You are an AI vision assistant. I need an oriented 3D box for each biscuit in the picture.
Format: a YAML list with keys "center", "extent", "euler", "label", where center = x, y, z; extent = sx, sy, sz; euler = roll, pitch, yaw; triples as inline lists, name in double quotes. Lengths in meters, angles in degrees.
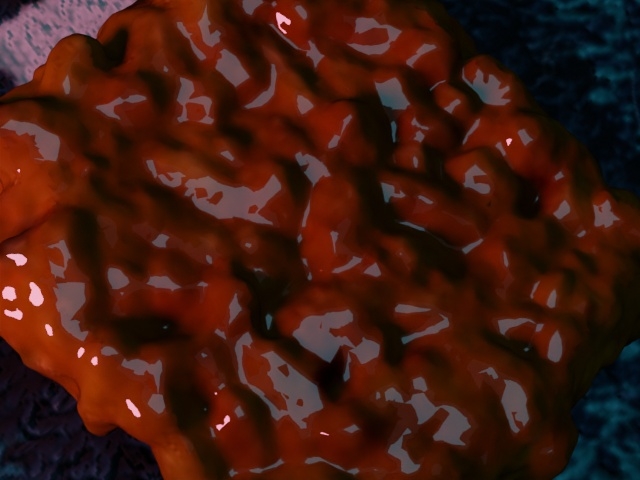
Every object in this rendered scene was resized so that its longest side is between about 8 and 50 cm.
- center: [0.000, 0.000, 0.642]
  extent: [0.312, 0.110, 0.318]
  euler: [46, 64, 1]
  label: "biscuit"
